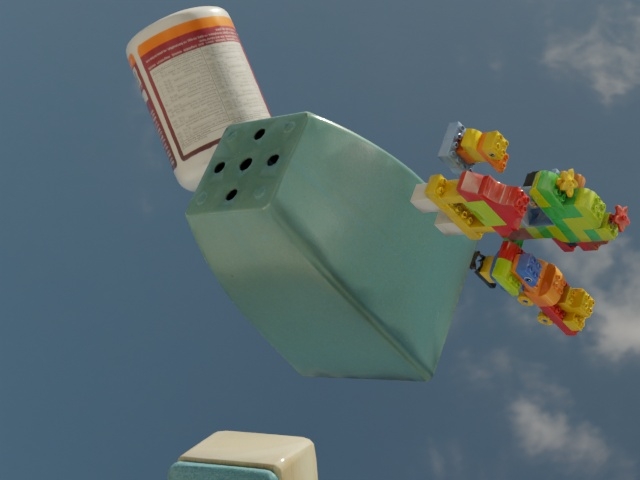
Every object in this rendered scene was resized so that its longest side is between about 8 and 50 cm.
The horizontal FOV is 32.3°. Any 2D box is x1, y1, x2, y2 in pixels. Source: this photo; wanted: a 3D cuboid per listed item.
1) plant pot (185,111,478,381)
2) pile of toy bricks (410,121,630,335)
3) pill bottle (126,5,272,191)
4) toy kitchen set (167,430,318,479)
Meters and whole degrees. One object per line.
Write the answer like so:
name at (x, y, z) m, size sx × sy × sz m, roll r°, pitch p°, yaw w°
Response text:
plant pot at (0.000, 0.000, 1.017) m, size 0.165 × 0.234 × 0.166 m, roll -4°, pitch -126°, yaw 41°
pile of toy bricks at (0.177, -0.016, 0.829) m, size 0.105 × 0.212 × 0.118 m, roll -4°, pitch -125°, yaw 45°
pill bottle at (-0.115, -0.127, 1.183) m, size 0.121 × 0.121 × 0.221 m, roll -25°, pitch -95°, yaw 37°
toy kitchen set at (0.014, 0.159, 0.399) m, size 0.207 × 0.166 × 0.122 m, roll -1°, pitch -80°, yaw 26°
